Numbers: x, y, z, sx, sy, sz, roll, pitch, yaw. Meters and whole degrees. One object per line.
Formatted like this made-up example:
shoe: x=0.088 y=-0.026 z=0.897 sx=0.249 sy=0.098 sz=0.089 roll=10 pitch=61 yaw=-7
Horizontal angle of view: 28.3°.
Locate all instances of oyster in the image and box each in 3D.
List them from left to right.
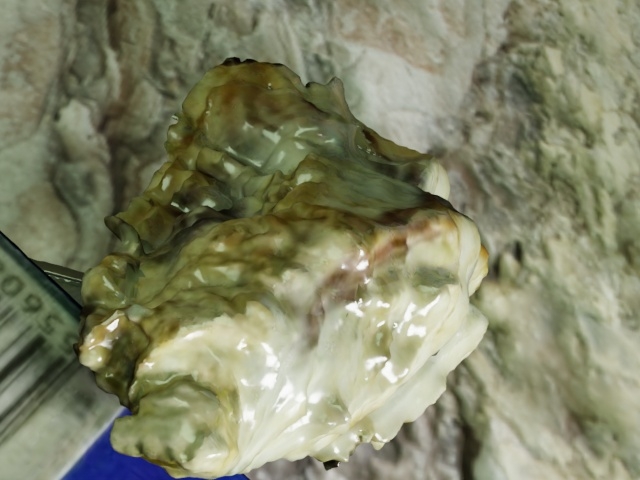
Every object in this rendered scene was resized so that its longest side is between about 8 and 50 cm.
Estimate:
oyster: x=0.004 y=0.000 z=0.653 sx=0.201 sy=0.107 sz=0.354 roll=35 pitch=37 yaw=-9

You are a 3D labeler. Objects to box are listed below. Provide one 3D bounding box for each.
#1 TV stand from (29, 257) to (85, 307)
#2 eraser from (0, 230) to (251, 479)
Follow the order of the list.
TV stand: x=-0.122 y=0.048 z=0.683 sx=0.257 sy=0.049 sz=0.040 roll=15 pitch=53 yaw=-7
eraser: x=-0.172 y=0.075 z=0.570 sx=0.332 sy=0.101 sz=0.155 roll=45 pitch=42 yaw=-4
